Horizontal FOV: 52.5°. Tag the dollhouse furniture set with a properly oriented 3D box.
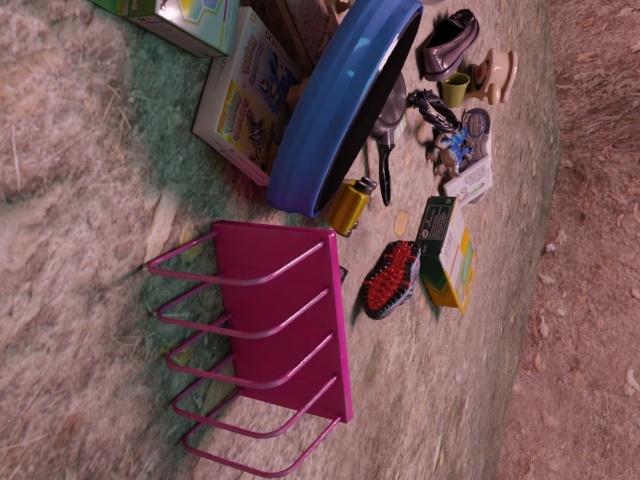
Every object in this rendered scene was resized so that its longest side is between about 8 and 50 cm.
[{"bbox_3d":[0.019,-0.424,0.983,0.303,0.174,0.355,60,33,-45],"label":"dollhouse furniture set"}]

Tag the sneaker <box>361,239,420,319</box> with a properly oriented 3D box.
[{"bbox_3d":[0.177,0.112,1.492,0.262,0.104,0.125,-51,139,-47],"label":"sneaker"}]

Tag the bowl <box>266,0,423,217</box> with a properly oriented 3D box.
[{"bbox_3d":[0.044,-0.211,1.013,0.391,0.077,0.391,-61,176,-7],"label":"bowl"}]

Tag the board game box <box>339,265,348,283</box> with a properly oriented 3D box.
[{"bbox_3d":[-0.010,0.133,1.059,0.126,0.026,0.186,-66,174,30],"label":"board game box"}]

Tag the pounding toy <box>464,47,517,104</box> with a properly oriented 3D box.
[{"bbox_3d":[0.487,-0.498,1.943,0.269,0.155,0.154,-99,-166,-70],"label":"pounding toy"}]

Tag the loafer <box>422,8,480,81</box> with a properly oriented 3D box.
[{"bbox_3d":[0.344,-0.540,1.714,0.302,0.109,0.095,-60,139,-34],"label":"loafer"}]

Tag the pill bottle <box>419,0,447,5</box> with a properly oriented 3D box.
[{"bbox_3d":[0.289,-0.682,1.556,0.229,0.131,0.131,-66,146,-32],"label":"pill bottle"}]

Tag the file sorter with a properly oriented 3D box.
[{"bbox_3d":[-0.096,0.142,0.884,0.182,0.202,0.290,-32,122,-53],"label":"file sorter"}]

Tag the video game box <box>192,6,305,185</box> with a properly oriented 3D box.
[{"bbox_3d":[-0.100,-0.212,0.985,0.187,0.048,0.205,36,62,-56],"label":"video game box"}]

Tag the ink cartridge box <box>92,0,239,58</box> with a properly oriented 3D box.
[{"bbox_3d":[-0.185,-0.310,0.794,0.209,0.062,0.108,11,85,-61],"label":"ink cartridge box"}]

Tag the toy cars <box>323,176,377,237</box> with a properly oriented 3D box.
[{"bbox_3d":[0.000,0.000,1.155,0.393,0.087,0.176,-60,174,-35],"label":"toy cars"}]

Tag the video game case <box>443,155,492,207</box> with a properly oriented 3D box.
[{"bbox_3d":[0.435,-0.161,1.905,0.157,0.019,0.143,-34,147,-3],"label":"video game case"}]

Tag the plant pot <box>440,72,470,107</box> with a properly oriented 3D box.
[{"bbox_3d":[0.373,-0.416,1.819,0.083,0.083,0.079,-56,152,-43],"label":"plant pot"}]

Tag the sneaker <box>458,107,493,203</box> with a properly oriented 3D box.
[{"bbox_3d":[0.499,-0.260,2.044,0.129,0.111,0.297,14,82,-68],"label":"sneaker"}]

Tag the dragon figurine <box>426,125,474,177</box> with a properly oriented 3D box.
[{"bbox_3d":[0.354,-0.268,1.784,0.289,0.085,0.144,44,56,-56],"label":"dragon figurine"}]

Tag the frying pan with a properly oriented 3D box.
[{"bbox_3d":[0.119,-0.246,1.365,0.197,0.053,0.326,10,83,-50],"label":"frying pan"}]

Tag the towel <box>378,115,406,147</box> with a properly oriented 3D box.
[{"bbox_3d":[0.161,-0.276,1.497,0.152,0.023,0.113,-57,143,-45],"label":"towel"}]

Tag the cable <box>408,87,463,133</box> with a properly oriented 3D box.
[{"bbox_3d":[0.302,-0.324,1.632,0.047,0.150,0.184,-55,164,26],"label":"cable"}]

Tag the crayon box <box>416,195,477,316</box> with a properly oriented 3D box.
[{"bbox_3d":[0.360,0.051,1.845,0.323,0.083,0.203,58,45,-47],"label":"crayon box"}]
